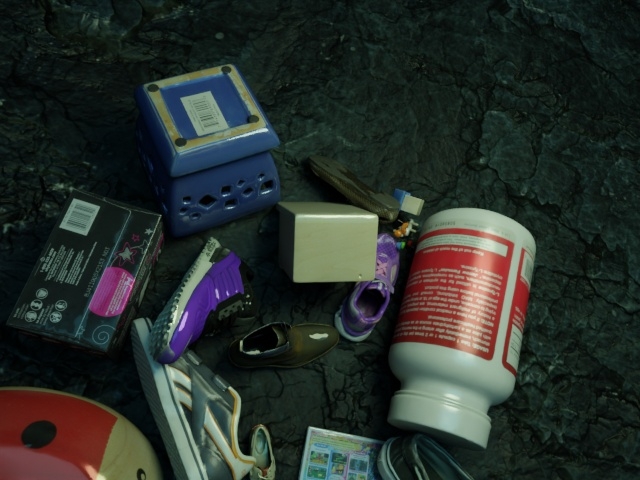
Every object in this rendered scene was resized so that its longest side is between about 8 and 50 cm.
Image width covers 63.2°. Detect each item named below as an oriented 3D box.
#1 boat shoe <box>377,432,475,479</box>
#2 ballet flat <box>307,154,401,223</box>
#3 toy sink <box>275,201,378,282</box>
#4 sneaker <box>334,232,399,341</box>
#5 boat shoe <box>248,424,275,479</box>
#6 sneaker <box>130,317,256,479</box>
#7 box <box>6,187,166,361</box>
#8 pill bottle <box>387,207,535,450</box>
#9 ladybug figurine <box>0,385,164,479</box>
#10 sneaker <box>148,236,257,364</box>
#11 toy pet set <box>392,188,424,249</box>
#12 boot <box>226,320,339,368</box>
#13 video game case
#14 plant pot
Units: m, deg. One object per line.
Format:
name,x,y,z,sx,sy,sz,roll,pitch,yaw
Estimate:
boat shoe,0.243,0.476,0.901,0.335,0.119,0.121,43,48,1
ballet flat,0.061,-0.108,1.089,0.250,0.058,0.084,37,34,27
toy sink,0.000,0.000,1.013,0.152,0.234,0.131,0,100,-15
sneaker,0.110,0.085,1.040,0.095,0.104,0.236,25,66,-3
boat shoe,-0.101,0.393,0.907,0.049,0.043,0.137,-1,72,-17
sneaker,-0.219,0.268,0.881,0.127,0.126,0.321,-16,68,-32
box,-0.390,0.064,0.900,0.163,0.142,0.247,17,66,-6
pill bottle,0.260,0.163,0.981,0.229,0.229,0.408,22,67,-6
ladybug figurine,-0.461,0.370,0.760,0.449,0.162,0.305,9,69,-11
sneaker,-0.181,0.114,0.905,0.146,0.102,0.293,35,32,-13
toy pet set,0.166,-0.046,1.091,0.065,0.122,0.114,20,98,19
boot,-0.059,0.191,0.956,0.219,0.106,0.082,-9,73,-17
video game case,0.039,0.427,0.944,0.157,0.019,0.143,14,67,-8
plant pot,-0.212,-0.180,0.976,0.236,0.212,0.236,-20,66,-20
